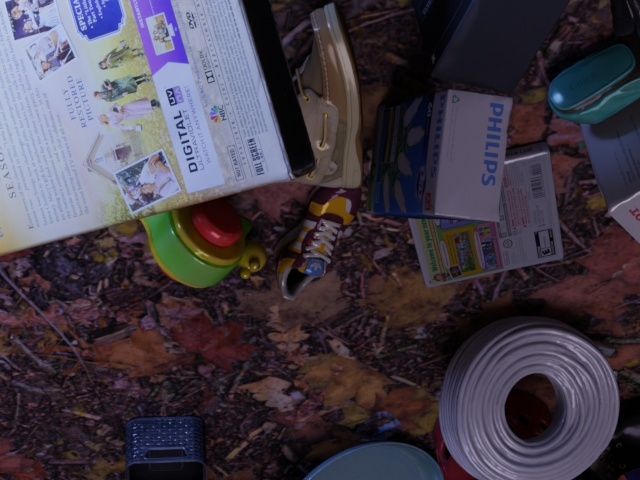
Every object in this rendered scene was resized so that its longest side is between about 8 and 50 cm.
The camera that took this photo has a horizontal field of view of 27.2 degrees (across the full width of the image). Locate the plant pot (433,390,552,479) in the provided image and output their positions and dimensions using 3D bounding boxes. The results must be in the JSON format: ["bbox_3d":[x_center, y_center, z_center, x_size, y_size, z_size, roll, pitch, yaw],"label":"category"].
[{"bbox_3d":[0.279,0.353,2.047,0.191,0.174,0.191,-3,135,-3],"label":"plant pot"}]

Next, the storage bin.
[{"bbox_3d":[-0.238,0.358,2.045,0.122,0.084,0.180,-1,136,-7],"label":"storage bin"}]

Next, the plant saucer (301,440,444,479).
[{"bbox_3d":[0.057,0.450,2.133,0.317,0.044,0.317,-13,120,-22],"label":"plant saucer"}]

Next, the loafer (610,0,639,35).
[{"bbox_3d":[0.347,-0.252,1.435,0.078,0.076,0.223,-33,103,27],"label":"loafer"}]

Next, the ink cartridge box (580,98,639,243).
[{"bbox_3d":[0.461,-0.106,1.583,0.232,0.168,0.171,-32,131,24],"label":"ink cartridge box"}]

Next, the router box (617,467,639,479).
[{"bbox_3d":[0.541,0.455,2.157,0.335,0.082,0.301,-10,144,-37],"label":"router box"}]

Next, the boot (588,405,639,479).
[{"bbox_3d":[0.523,0.337,2.126,0.178,0.085,0.236,-26,135,15],"label":"boot"}]

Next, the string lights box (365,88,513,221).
[{"bbox_3d":[0.128,-0.090,1.479,0.076,0.133,0.259,6,180,-14],"label":"string lights box"}]

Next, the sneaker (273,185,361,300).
[{"bbox_3d":[0.000,0.000,1.696,0.069,0.084,0.185,15,133,-22],"label":"sneaker"}]

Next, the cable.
[{"bbox_3d":[0.300,0.236,1.895,0.257,0.089,0.257,22,89,-15],"label":"cable"}]

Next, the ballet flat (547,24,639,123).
[{"bbox_3d":[0.381,-0.213,1.539,0.247,0.083,0.087,-30,157,23],"label":"ballet flat"}]

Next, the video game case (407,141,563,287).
[{"bbox_3d":[0.214,-0.030,1.738,0.193,0.023,0.212,-13,137,6],"label":"video game case"}]

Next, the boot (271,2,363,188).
[{"bbox_3d":[-0.055,-0.152,1.525,0.203,0.095,0.262,-5,141,0],"label":"boot"}]

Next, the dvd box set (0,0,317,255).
[{"bbox_3d":[-0.234,-0.162,1.312,0.420,0.062,0.308,-14,95,27],"label":"dvd box set"}]

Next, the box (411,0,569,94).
[{"bbox_3d":[0.190,-0.307,1.323,0.103,0.184,0.261,12,134,-19],"label":"box"}]

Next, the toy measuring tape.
[{"bbox_3d":[-0.203,-0.022,1.626,0.330,0.121,0.121,25,128,-30],"label":"toy measuring tape"}]
